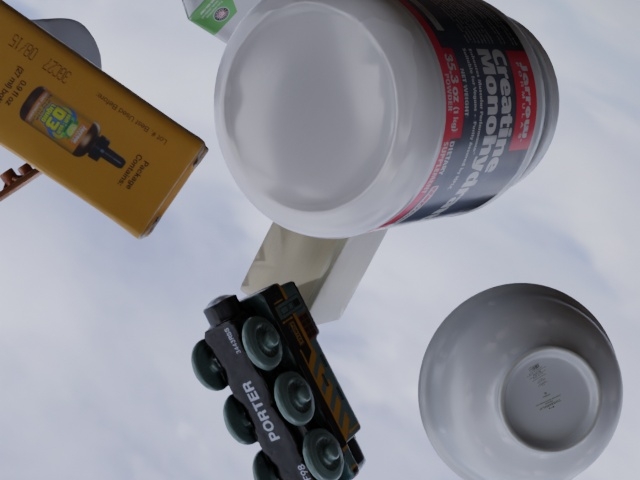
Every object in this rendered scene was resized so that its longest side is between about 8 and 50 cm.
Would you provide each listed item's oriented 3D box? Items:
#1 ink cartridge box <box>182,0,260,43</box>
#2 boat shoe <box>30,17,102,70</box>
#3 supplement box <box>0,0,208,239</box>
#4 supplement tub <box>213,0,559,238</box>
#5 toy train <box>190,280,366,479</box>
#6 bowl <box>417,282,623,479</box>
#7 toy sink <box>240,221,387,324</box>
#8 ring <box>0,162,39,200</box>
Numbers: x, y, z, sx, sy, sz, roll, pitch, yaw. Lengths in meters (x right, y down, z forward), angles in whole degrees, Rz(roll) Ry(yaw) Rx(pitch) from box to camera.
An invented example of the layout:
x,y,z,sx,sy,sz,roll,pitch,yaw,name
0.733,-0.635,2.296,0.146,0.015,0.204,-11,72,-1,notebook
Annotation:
x,y,z,sx,sy,sz,roll,pitch,yaw,name
-0.072,-0.352,1.826,0.219,0.160,0.092,29,-152,-39,ink cartridge box
-0.341,-0.179,1.211,0.102,0.108,0.301,-11,-178,25,boat shoe
-0.189,-0.098,0.788,0.233,0.078,0.080,36,180,-15,supplement box
0.063,-0.107,0.984,0.191,0.191,0.272,36,-156,24,supplement tub
-0.047,0.214,1.734,0.334,0.142,0.190,62,-147,-2,toy train
0.289,0.207,1.661,0.298,0.298,0.134,24,176,-9,bowl
0.000,0.000,1.904,0.131,0.234,0.153,33,-164,20,toy sink
-0.497,-0.055,1.800,0.032,0.336,0.336,56,-163,-8,ring
